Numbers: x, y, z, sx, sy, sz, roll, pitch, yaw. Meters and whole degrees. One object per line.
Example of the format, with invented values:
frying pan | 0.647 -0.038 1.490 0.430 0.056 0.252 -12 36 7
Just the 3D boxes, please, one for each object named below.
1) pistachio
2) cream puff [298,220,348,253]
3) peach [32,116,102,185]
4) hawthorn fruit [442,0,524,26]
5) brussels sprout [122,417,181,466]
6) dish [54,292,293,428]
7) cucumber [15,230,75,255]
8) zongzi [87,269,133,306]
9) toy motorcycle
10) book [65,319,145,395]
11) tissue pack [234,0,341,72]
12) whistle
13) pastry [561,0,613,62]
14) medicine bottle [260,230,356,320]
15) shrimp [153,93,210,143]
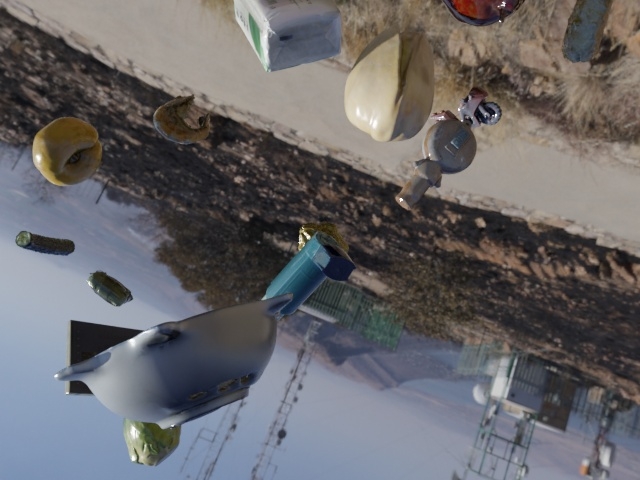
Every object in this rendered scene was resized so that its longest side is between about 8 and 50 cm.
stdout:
pistachio | 0.183 -0.397 1.332 0.229 0.321 0.238 17 158 -8
cream puff | 0.000 0.000 1.438 0.146 0.116 0.146 -12 -171 2
peach | -0.635 -0.224 1.315 0.103 0.179 0.179 29 169 18
hawthorn fruit | 0.401 -0.602 1.248 0.208 0.248 0.208 -13 148 -8
brussels sprout | -0.367 0.407 1.144 0.155 0.155 0.117 12 -159 37
dish | -0.126 0.134 0.527 0.236 0.086 0.228 -17 167 -21
cucumber | -0.803 0.012 1.522 0.058 0.058 0.187 18 177 16
zongzi | -0.521 0.118 1.295 0.109 0.055 0.119 40 172 -5
toy motorcycle | 0.408 -0.366 1.486 0.212 0.084 0.118 -11 110 45
book | -0.539 0.319 1.382 0.025 0.191 0.269 -32 147 29
tissue pack | -0.114 -0.737 1.712 0.194 0.266 0.356 91 157 -52
whistle | 0.226 -0.151 1.009 0.107 0.220 0.057 42 173 -10
pastry | 0.686 -0.562 1.340 0.093 0.192 0.182 20 137 22
medicine bottle | -0.037 0.086 1.123 0.079 0.124 0.258 23 124 -35
shrimp | -0.367 -0.346 1.460 0.145 0.254 0.059 34 124 -5
